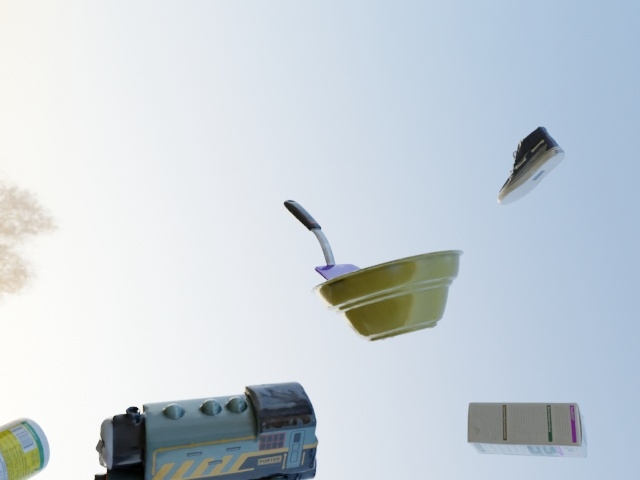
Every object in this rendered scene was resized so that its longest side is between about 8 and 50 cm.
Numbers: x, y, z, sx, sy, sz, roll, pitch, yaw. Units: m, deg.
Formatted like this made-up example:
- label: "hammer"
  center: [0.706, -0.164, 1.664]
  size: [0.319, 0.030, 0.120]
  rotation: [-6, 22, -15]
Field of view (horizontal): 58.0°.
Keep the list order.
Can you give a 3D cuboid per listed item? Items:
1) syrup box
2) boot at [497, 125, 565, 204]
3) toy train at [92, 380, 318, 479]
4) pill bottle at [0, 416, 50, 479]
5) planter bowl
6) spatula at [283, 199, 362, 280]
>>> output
- label: "syrup box"
  center: [0.454, 0.417, 1.274]
  size: [0.236, 0.093, 0.096]
  rotation: [-7, -125, 28]
- label: "boot"
  center: [0.459, -0.166, 1.303]
  size: [0.190, 0.069, 0.086]
  rotation: [-49, -128, 41]
- label: "toy train"
  center: [-0.157, 0.308, 0.838]
  size: [0.142, 0.333, 0.190]
  rotation: [-131, -134, -61]
- label: "pill bottle"
  center: [-0.612, 0.412, 1.039]
  size: [0.117, 0.208, 0.118]
  rotation: [5, -79, 28]
- label: "planter bowl"
  center: [0.101, 0.086, 0.789]
  size: [0.217, 0.217, 0.090]
  rotation: [-26, -106, 44]
- label: "spatula"
  center: [0.000, 0.000, 0.983]
  size: [0.296, 0.084, 0.030]
  rotation: [54, -42, 48]
